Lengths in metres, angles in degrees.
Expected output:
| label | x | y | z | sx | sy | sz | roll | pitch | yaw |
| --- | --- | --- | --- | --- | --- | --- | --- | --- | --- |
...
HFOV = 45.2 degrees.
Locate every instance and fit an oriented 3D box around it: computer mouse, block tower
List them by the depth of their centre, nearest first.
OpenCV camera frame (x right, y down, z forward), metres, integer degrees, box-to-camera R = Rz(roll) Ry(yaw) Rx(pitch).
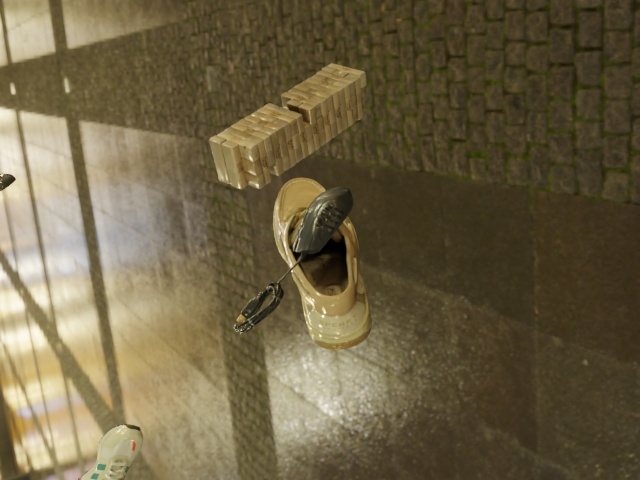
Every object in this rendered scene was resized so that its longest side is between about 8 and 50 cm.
| label | x | y | z | sx | sy | sz | roll | pitch | yaw |
| --- | --- | --- | --- | --- | --- | --- | --- | --- | --- |
| computer mouse | -0.041 | 0.020 | 1.018 | 0.041 | 0.242 | 0.071 | 41 | 170 | -23 |
| block tower | -0.048 | -0.215 | 1.430 | 0.091 | 0.335 | 0.097 | 25 | 140 | 34 |

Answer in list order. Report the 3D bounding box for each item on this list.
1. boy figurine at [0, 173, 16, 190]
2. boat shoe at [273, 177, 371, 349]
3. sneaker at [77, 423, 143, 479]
| label | x | y | z | sx | sy | sz | roll | pitch | yaw |
| --- | --- | --- | --- | --- | --- | --- | --- | --- | --- |
| boy figurine | -0.616 | -0.190 | 1.237 | 0.092 | 0.177 | 0.285 | -11 | 116 | 35 |
| boat shoe | 0.000 | 0.000 | 1.126 | 0.341 | 0.122 | 0.110 | -112 | 8 | -47 |
| sneaker | -0.275 | 0.317 | 1.010 | 0.161 | 0.057 | 0.075 | -54 | 40 | 17 |
